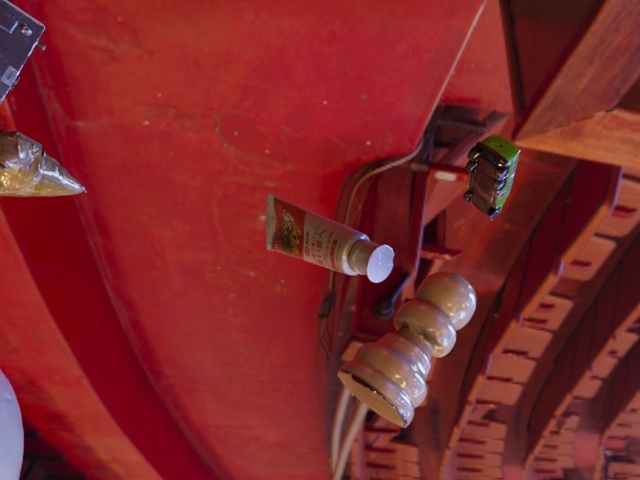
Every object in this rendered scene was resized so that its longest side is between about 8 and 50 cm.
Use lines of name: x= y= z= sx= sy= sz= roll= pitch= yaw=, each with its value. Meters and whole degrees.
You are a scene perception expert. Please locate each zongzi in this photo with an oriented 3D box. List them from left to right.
zongzi: x=-0.558 y=-0.117 z=1.206 sx=0.195 sy=0.099 sz=0.197 roll=-5 pitch=159 yaw=22

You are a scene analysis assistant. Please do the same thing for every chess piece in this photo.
chess piece: x=0.159 y=0.161 z=1.070 sx=0.143 sy=0.261 sz=0.142 roll=38 pitch=162 yaw=15

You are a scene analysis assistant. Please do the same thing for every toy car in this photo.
toy car: x=0.288 y=-0.105 z=1.113 sx=0.071 sy=0.062 sz=0.165 roll=43 pitch=161 yaw=28

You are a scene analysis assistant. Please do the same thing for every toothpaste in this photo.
toothpaste: x=0.000 y=0.000 z=0.926 sx=0.057 sy=0.089 sz=0.234 roll=-12 pitch=-157 yaw=-40

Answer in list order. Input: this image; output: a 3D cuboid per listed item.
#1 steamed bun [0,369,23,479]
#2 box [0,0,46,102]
steamed bun: x=-0.529 y=0.275 z=0.746 sx=0.375 sy=0.374 sz=0.241 roll=3 pitch=128 yaw=4
box: x=-0.593 y=-0.299 z=1.081 sx=0.211 sy=0.270 sz=0.045 roll=34 pitch=153 yaw=-30
